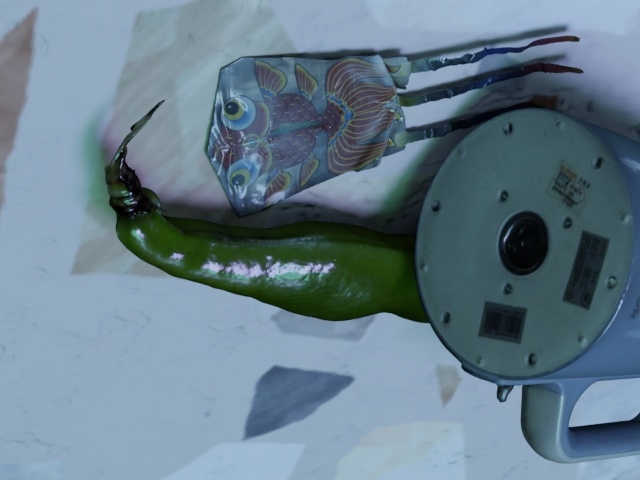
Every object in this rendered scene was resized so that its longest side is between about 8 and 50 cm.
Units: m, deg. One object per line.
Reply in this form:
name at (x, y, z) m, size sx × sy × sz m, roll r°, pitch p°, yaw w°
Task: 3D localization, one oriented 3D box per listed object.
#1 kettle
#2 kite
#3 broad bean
kettle at (0.189, 0.041, 1.223) m, size 0.243 × 0.160 × 0.210 m, roll 11°, pitch 96°, yaw -46°
kite at (0.044, -0.075, 1.158) m, size 0.229 × 0.016 × 0.127 m, roll -10°, pitch 142°, yaw -12°
broad bean at (-0.008, 0.006, 1.180) m, size 0.098 × 0.056 × 0.318 m, roll -37°, pitch 142°, yaw 28°
